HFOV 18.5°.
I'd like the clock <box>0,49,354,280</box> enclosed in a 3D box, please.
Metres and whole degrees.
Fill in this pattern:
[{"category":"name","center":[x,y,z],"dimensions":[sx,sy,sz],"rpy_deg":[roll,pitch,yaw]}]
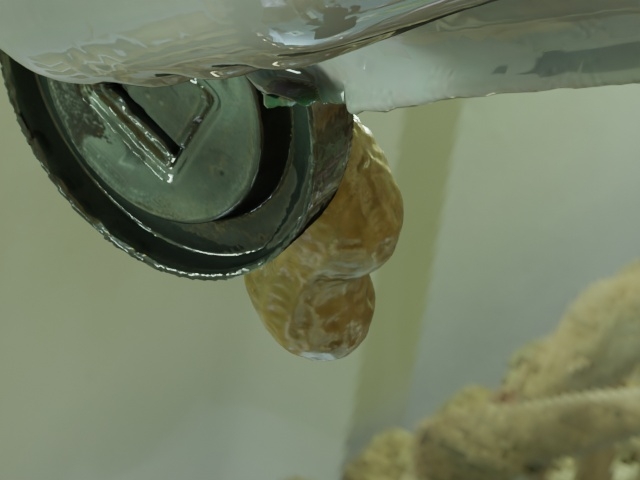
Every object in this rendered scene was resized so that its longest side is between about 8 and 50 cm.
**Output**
[{"category":"clock","center":[-0.077,-0.083,1.022],"dimensions":[0.042,0.215,0.215],"rpy_deg":[-36,-41,-42]}]

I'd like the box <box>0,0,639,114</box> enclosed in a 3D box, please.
[{"category":"box","center":[-0.050,-0.160,0.389],"dimensions":[0.106,0.264,0.336],"rpy_deg":[-30,-76,-25]}]

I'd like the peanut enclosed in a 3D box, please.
[{"category":"peanut","center":[0.002,0.001,1.156],"dimensions":[0.089,0.089,0.193],"rpy_deg":[-45,-22,-33]}]
